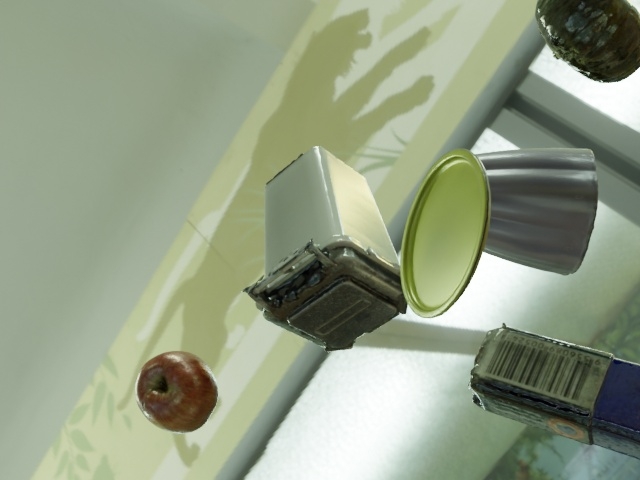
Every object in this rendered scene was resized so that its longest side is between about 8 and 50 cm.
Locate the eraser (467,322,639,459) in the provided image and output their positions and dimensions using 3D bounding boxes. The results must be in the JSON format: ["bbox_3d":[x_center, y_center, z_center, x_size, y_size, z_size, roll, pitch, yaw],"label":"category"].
[{"bbox_3d":[0.439,0.262,1.334,0.155,0.332,0.101,-57,-36,-28],"label":"eraser"}]

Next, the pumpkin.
[{"bbox_3d":[0.468,-0.370,1.307,0.157,0.223,0.224,-41,-28,30],"label":"pumpkin"}]

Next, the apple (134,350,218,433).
[{"bbox_3d":[-0.255,0.275,1.362,0.146,0.146,0.131,-50,-37,4],"label":"apple"}]

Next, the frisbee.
[{"bbox_3d":[0.165,-0.009,1.015,0.017,0.236,0.236,13,-61,-18],"label":"frisbee"}]

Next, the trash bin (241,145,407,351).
[{"bbox_3d":[0.000,0.000,1.514,0.296,0.367,0.256,29,-54,-37],"label":"trash bin"}]

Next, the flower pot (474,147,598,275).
[{"bbox_3d":[0.404,-0.065,1.533,0.243,0.265,0.265,5,-46,3],"label":"flower pot"}]
